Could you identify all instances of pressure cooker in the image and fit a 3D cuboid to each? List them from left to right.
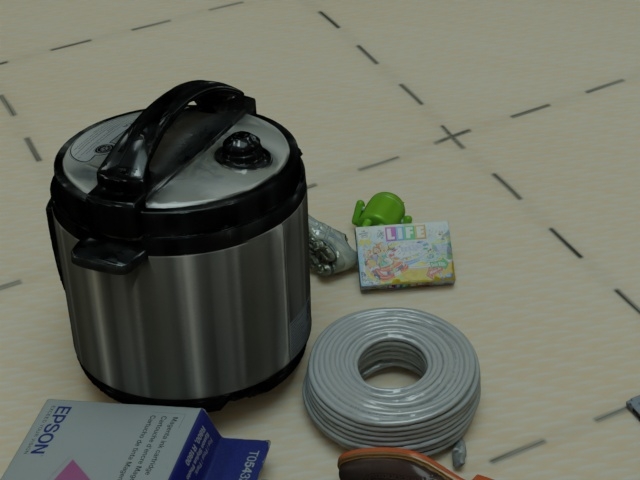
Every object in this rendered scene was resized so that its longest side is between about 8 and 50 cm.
[{"bbox_3d":[-0.192,-0.015,1.712,0.375,0.420,0.370,-12,33,-16],"label":"pressure cooker"}]

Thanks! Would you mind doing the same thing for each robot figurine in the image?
[{"bbox_3d":[0.103,-0.037,2.025,0.101,0.067,0.115,17,42,14],"label":"robot figurine"}]

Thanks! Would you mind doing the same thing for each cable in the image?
[{"bbox_3d":[0.101,0.201,1.711,0.257,0.089,0.257,8,40,13],"label":"cable"}]

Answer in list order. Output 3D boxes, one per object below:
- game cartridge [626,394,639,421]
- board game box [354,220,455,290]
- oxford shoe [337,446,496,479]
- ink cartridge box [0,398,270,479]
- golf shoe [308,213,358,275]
[{"bbox_3d":[0.480,0.248,1.691,0.056,0.017,0.083,-20,42,-15],"label":"game cartridge"},{"bbox_3d":[0.136,0.025,1.940,0.154,0.026,0.103,-5,70,-2],"label":"board game box"},{"bbox_3d":[0.134,0.340,1.537,0.271,0.097,0.098,11,55,26],"label":"oxford shoe"},{"bbox_3d":[-0.264,0.340,1.536,0.330,0.071,0.324,-1,35,16],"label":"ink cartridge box"},{"bbox_3d":[0.000,0.000,2.004,0.086,0.069,0.176,-3,37,-34],"label":"golf shoe"}]
